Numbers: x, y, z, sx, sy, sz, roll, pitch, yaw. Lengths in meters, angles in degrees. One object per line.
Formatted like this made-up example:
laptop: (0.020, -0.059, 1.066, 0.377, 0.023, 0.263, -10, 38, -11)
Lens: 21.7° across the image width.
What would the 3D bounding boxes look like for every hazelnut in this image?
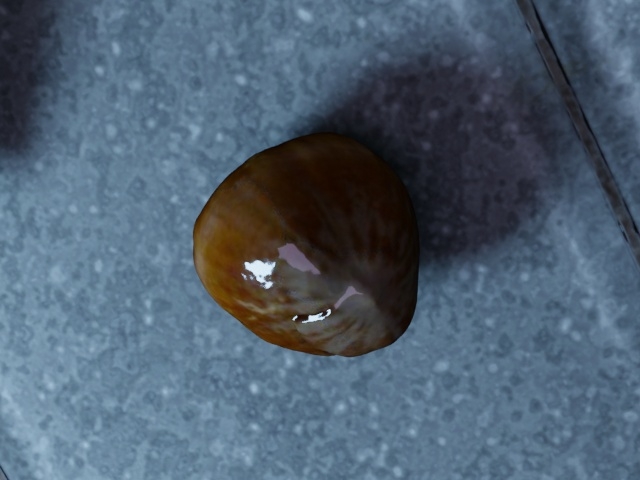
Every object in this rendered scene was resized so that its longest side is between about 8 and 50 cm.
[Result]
hazelnut: (0.000, 0.000, 1.276, 0.182, 0.182, 0.182, 4, 111, 10)
